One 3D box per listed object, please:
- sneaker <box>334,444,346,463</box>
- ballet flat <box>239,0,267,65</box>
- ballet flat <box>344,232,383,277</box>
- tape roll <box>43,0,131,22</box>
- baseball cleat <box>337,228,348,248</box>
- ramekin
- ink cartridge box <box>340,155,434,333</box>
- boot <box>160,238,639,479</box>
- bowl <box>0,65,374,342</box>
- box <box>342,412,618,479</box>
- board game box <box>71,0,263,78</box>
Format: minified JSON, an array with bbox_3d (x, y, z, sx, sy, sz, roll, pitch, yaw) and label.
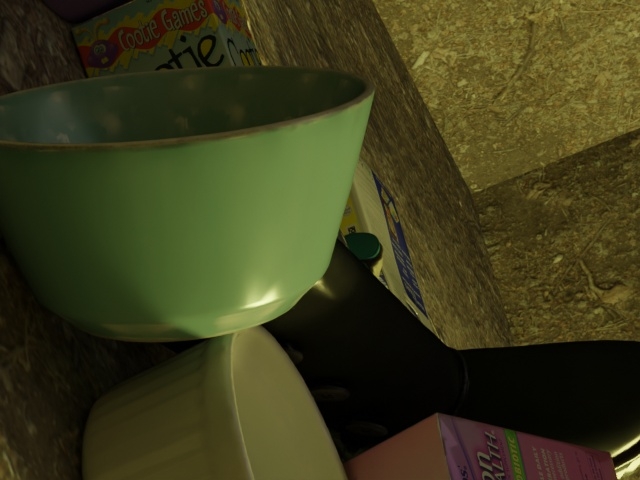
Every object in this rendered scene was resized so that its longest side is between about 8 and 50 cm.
[{"bbox_3d":[0.028,0.237,1.825,0.089,0.051,0.170,43,40,-49],"label":"sneaker"},{"bbox_3d":[-0.131,-0.236,1.915,0.106,0.107,0.316,51,-11,48],"label":"ballet flat"},{"bbox_3d":[0.044,0.055,2.234,0.248,0.086,0.086,-63,130,-73],"label":"ballet flat"},{"bbox_3d":[-0.251,-0.353,1.535,0.275,0.090,0.275,-22,90,-78],"label":"tape roll"},{"bbox_3d":[0.000,0.000,2.094,0.206,0.072,0.109,-113,-170,-62],"label":"baseball cleat"},{"bbox_3d":[-0.070,0.210,1.220,0.277,0.135,0.277,-21,90,-80],"label":"ramekin"},{"bbox_3d":[0.088,0.018,2.516,0.303,0.072,0.307,48,25,-63],"label":"ink cartridge box"},{"bbox_3d":[0.090,0.093,1.439,0.445,0.367,0.146,45,35,-45],"label":"boot"},{"bbox_3d":[-0.108,-0.028,1.187,0.311,0.311,0.163,-71,157,-73],"label":"bowl"},{"bbox_3d":[0.119,0.263,1.414,0.243,0.213,0.117,16,52,-41],"label":"box"},{"bbox_3d":[-0.115,-0.099,1.560,0.142,0.144,0.275,7,62,-77],"label":"board game box"}]
